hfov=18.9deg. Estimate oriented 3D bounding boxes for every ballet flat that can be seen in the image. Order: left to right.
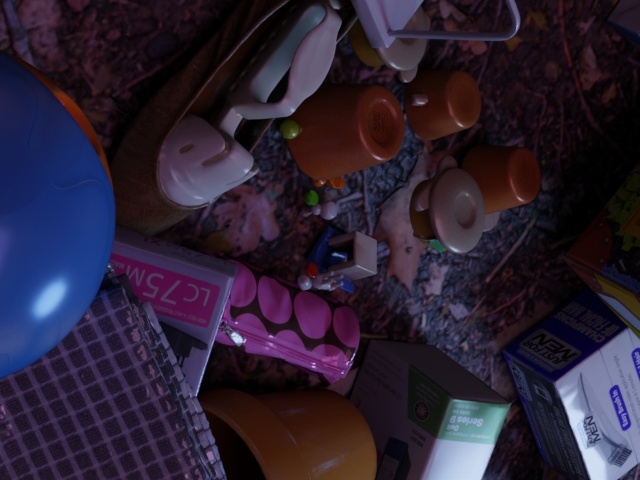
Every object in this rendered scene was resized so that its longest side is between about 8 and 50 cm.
[{"bbox_3d":[-0.073,-0.127,1.790,0.342,0.124,0.116,-50,129,-3],"label":"ballet flat"}]

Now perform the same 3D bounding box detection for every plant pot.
[{"bbox_3d":[-0.050,0.234,1.949,0.188,0.205,0.205,-18,122,-44],"label":"plant pot"}]

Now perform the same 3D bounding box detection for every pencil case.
[{"bbox_3d":[-0.050,0.083,1.924,0.209,0.098,0.095,20,108,-39],"label":"pencil case"}]

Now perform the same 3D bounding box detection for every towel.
[{"bbox_3d":[-0.226,0.184,1.731,0.235,0.121,0.284,-23,102,6],"label":"towel"}]

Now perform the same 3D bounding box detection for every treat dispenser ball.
[{"bbox_3d":[-0.311,-0.022,1.574,0.288,0.288,0.288,-15,119,-28],"label":"treat dispenser ball"}]

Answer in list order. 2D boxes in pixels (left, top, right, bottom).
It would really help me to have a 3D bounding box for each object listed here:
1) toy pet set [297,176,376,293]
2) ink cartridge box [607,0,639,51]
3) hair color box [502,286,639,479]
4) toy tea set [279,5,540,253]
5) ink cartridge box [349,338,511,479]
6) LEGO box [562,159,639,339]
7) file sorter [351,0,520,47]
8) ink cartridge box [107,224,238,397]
[{"bbox_3d":[0.000,0.000,1.948,0.114,0.065,0.122,25,59,-45],"label":"toy pet set"},{"bbox_3d":[0.407,-0.229,2.106,0.180,0.060,0.104,35,90,-39],"label":"ink cartridge box"},{"bbox_3d":[0.389,0.118,2.231,0.339,0.110,0.185,-35,125,-18],"label":"hair color box"},{"bbox_3d":[0.084,-0.096,1.945,0.336,0.124,0.200,46,54,-36],"label":"toy tea set"},{"bbox_3d":[0.094,0.233,2.057,0.093,0.154,0.212,7,108,-36],"label":"ink cartridge box"},{"bbox_3d":[0.557,0.038,2.118,0.372,0.193,0.500,-52,127,-5],"label":"LEGO box"},{"bbox_3d":[0.146,-0.333,1.747,0.278,0.173,0.193,-54,134,-32],"label":"file sorter"},{"bbox_3d":[-0.211,0.141,1.815,0.185,0.065,0.311,18,106,-4],"label":"ink cartridge box"}]
